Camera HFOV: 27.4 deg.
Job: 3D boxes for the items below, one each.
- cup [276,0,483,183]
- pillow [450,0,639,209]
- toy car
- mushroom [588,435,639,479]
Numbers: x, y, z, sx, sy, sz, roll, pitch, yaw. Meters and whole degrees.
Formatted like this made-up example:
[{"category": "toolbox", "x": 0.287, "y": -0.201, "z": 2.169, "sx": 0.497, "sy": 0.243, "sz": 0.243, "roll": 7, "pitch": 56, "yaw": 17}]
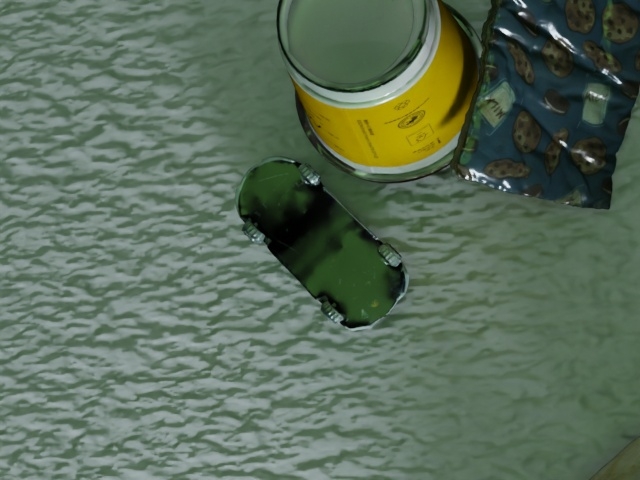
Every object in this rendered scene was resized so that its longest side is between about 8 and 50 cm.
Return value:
[{"category": "cup", "x": 0.053, "y": -0.165, "z": 1.209, "sx": 0.197, "sy": 0.280, "sz": 0.196, "roll": -2, "pitch": 81, "yaw": 12}, {"category": "pillow", "x": 0.223, "y": -0.163, "z": 1.219, "sx": 0.189, "sy": 0.034, "sz": 0.255, "roll": 9, "pitch": 94, "yaw": -29}, {"category": "toy car", "x": 0.000, "y": 0.000, "z": 1.322, "sx": 0.095, "sy": 0.056, "sz": 0.205, "roll": -46, "pitch": 76, "yaw": 7}, {"category": "mushroom", "x": 0.373, "y": 0.188, "z": 1.200, "sx": 0.351, "sy": 0.123, "sz": 0.095, "roll": -35, "pitch": 95, "yaw": 3}]
